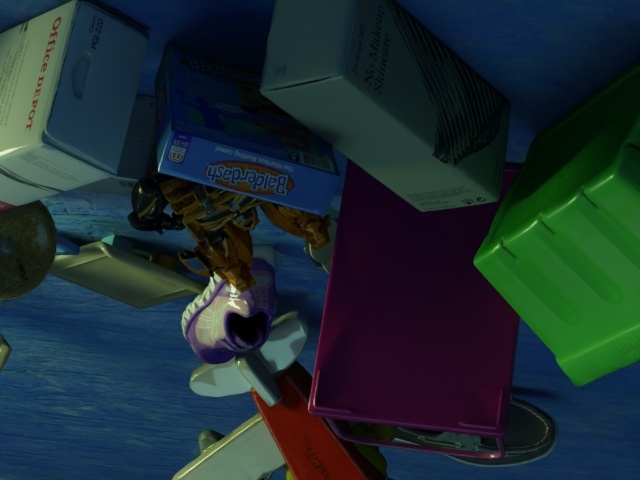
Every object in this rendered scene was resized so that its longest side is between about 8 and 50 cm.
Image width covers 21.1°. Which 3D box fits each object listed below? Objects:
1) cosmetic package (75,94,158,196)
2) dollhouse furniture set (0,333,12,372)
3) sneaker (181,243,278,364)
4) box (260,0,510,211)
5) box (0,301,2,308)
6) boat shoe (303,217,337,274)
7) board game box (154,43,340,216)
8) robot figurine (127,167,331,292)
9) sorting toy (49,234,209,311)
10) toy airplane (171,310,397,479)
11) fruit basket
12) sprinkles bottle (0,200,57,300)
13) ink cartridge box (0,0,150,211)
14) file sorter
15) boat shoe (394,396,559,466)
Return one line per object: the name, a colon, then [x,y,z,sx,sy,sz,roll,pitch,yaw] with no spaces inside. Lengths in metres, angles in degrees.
cosmetic package: [-0.289,-0.110,1.814,0.239,0.098,0.060,8,162,7]
dollhouse furniture set: [-0.634,0.200,2.346,0.362,0.256,0.394,24,-173,-34]
sneaker: [-0.111,0.106,2.200,0.095,0.104,0.236,-6,149,-24]
box: [0.066,-0.130,1.580,0.094,0.113,0.275,-6,155,35]
box: [-0.479,0.042,2.243,0.126,0.137,0.072,4,158,14]
boat shoe: [0.000,0.000,2.051,0.043,0.049,0.137,44,173,25]
board game box: [-0.073,-0.106,1.606,0.160,0.210,0.047,15,115,-13]
robot figurine: [-0.084,-0.040,1.829,0.211,0.085,0.291,-31,160,3]
sorting toy: [-0.259,0.037,2.266,0.348,0.047,0.196,25,159,-35]
toy airplane: [-0.003,0.259,2.411,0.386,0.384,0.272,14,-167,13]
fruit basket: [0.386,-0.001,1.606,0.392,0.283,0.392,23,155,11]
sprinkles bottle: [-0.438,-0.027,1.915,0.355,0.121,0.121,17,171,46]
ink cartridge box: [-0.276,-0.128,1.670,0.092,0.158,0.218,26,154,-34]
file sorter: [0.120,0.077,1.855,0.202,0.290,0.182,6,162,11]
boat shoe: [0.193,0.261,2.557,0.324,0.116,0.096,12,163,12]
